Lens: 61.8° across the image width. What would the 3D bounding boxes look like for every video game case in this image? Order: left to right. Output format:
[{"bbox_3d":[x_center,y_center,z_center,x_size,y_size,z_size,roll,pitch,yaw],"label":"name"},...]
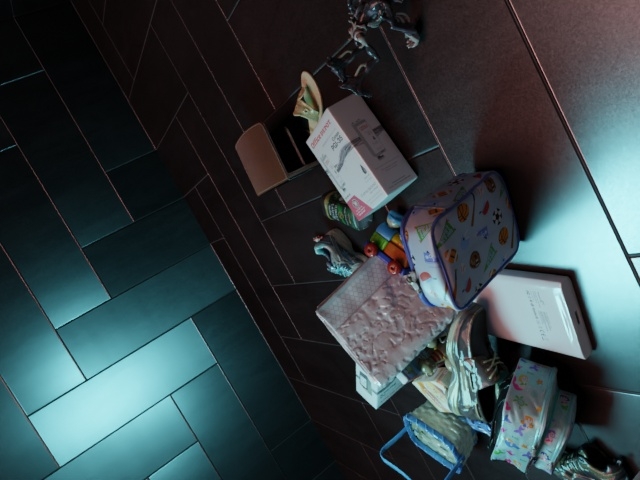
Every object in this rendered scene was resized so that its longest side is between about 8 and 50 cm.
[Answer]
[{"bbox_3d":[0.262,0.338,1.678,0.204,0.285,0.025,45,115,26],"label":"video game case"}]

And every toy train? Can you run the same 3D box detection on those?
[{"bbox_3d":[0.253,0.033,1.502,0.248,0.105,0.143,39,116,26],"label":"toy train"}]

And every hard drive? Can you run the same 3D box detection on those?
[{"bbox_3d":[0.484,0.164,1.300,0.308,0.040,0.202,6,124,60],"label":"hard drive"}]

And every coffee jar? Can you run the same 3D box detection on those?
[{"bbox_3d":[0.079,-0.100,1.704,0.184,0.079,0.096,25,140,51],"label":"coffee jar"}]

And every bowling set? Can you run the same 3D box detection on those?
[{"bbox_3d":[0.361,0.307,1.558,0.287,0.154,0.199,44,152,27],"label":"bowling set"}]

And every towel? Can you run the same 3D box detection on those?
[{"bbox_3d":[0.190,0.206,1.573,0.317,0.332,0.053,45,179,28],"label":"towel"}]

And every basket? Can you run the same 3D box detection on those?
[{"bbox_3d":[0.377,0.696,1.811,0.255,0.289,0.201,26,143,50],"label":"basket"}]

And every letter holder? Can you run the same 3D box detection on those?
[{"bbox_3d":[-0.151,-0.300,1.820,0.214,0.152,0.302,63,155,-6],"label":"letter holder"}]

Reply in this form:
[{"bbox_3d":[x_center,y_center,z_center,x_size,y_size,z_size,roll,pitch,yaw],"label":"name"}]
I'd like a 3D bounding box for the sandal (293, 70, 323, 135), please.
[{"bbox_3d":[-0.041,-0.378,1.606,0.088,0.079,0.239,31,144,45],"label":"sandal"}]

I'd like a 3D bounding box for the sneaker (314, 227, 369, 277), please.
[{"bbox_3d":[0.089,0.089,1.851,0.283,0.122,0.110,45,153,27],"label":"sneaker"}]

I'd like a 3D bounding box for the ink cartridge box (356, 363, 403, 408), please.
[{"bbox_3d":[0.231,0.440,1.899,0.115,0.198,0.272,39,149,34],"label":"ink cartridge box"}]

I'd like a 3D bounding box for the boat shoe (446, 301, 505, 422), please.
[{"bbox_3d":[0.417,0.323,1.397,0.130,0.132,0.355,18,126,41],"label":"boat shoe"}]

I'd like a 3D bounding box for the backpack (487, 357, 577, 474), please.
[{"bbox_3d":[0.523,0.429,1.324,0.191,0.225,0.253,11,127,30],"label":"backpack"}]

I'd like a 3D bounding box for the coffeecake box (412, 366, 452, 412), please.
[{"bbox_3d":[0.406,0.485,1.733,0.142,0.068,0.185,47,156,-1],"label":"coffeecake box"}]

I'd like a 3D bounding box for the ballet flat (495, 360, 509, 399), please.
[{"bbox_3d":[0.519,0.409,1.522,0.052,0.057,0.168,-108,1,-68],"label":"ballet flat"}]

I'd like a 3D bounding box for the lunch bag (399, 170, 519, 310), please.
[{"bbox_3d":[0.301,0.003,1.142,0.115,0.303,0.243,5,122,50],"label":"lunch bag"}]

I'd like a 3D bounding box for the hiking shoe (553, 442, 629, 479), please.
[{"bbox_3d":[0.678,0.563,1.374,0.227,0.086,0.114,-4,102,57],"label":"hiking shoe"}]

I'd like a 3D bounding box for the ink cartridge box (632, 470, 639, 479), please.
[{"bbox_3d":[0.745,0.561,1.196,0.060,0.104,0.180,27,141,51],"label":"ink cartridge box"}]

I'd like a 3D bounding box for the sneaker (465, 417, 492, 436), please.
[{"bbox_3d":[0.527,0.580,1.689,0.144,0.053,0.059,23,139,39],"label":"sneaker"}]

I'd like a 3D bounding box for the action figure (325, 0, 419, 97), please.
[{"bbox_3d":[0.119,-0.463,1.154,0.164,0.141,0.275,52,130,33],"label":"action figure"}]

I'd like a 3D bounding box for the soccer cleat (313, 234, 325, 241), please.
[{"bbox_3d":[0.000,0.000,2.028,0.083,0.029,0.035,-10,106,59],"label":"soccer cleat"}]

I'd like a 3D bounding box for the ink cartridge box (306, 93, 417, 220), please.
[{"bbox_3d":[0.104,-0.224,1.468,0.283,0.117,0.207,56,156,5],"label":"ink cartridge box"}]
